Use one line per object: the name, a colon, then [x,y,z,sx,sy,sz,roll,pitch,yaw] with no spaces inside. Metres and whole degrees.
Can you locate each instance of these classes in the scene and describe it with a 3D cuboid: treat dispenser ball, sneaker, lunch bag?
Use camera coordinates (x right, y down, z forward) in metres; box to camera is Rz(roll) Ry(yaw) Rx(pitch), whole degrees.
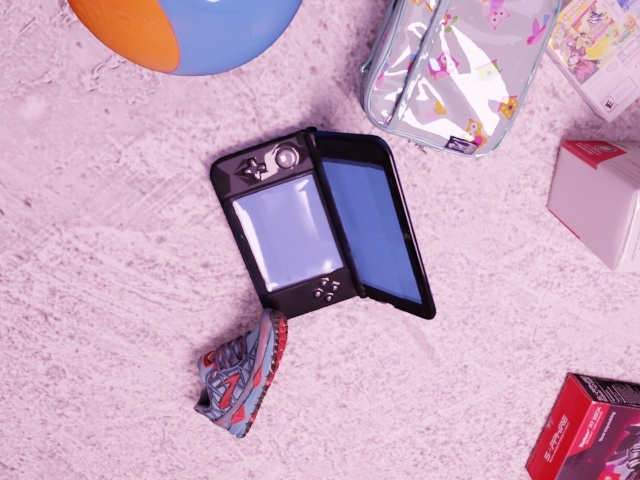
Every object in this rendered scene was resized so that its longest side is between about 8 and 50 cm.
treat dispenser ball: [-0.150,-0.330,0.736,0.288,0.288,0.288,-3,114,-6]
sneaker: [-0.138,0.210,1.067,0.125,0.104,0.262,23,117,-1]
lunch bag: [0.179,-0.256,0.908,0.224,0.108,0.279,15,111,-13]

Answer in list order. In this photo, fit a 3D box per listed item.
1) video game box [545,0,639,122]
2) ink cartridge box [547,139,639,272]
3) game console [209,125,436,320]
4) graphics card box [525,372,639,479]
video game box: [0.434,-0.306,0.952,0.205,0.048,0.187,-44,114,12]
ink cartridge box: [0.531,-0.058,0.976,0.306,0.226,0.131,-2,115,-7]
game console: [0.000,0.000,0.963,0.250,0.173,0.293,-19,114,1]
graphics card box: [0.609,0.392,1.255,0.371,0.094,0.233,11,112,-12]
